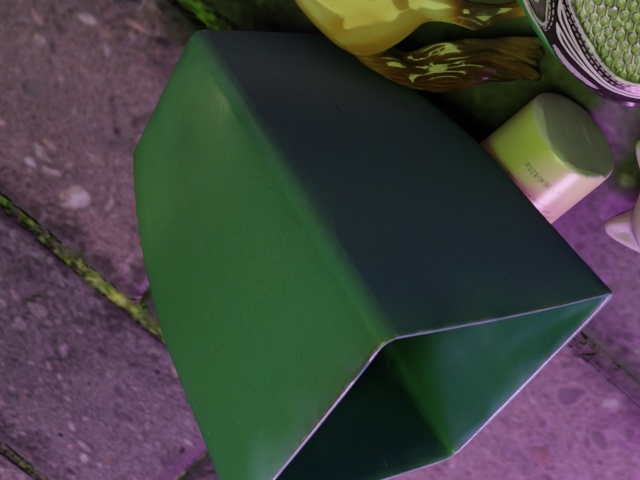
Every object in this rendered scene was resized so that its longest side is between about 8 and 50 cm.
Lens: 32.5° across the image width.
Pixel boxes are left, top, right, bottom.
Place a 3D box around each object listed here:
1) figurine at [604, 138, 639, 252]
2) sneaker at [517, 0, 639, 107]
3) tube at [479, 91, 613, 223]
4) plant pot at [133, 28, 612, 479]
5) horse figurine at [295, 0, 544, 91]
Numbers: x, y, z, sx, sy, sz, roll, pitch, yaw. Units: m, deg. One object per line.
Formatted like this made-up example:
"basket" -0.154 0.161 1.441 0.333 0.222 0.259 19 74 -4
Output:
"figurine" 0.272 -0.033 0.571 0.209 0.092 0.215 29 129 14
"sneaker" 0.136 -0.212 0.436 0.134 0.146 0.343 -1 119 5
"tube" 0.078 0.003 0.690 0.240 0.062 0.070 -42 56 42
"plant pot" 0.000 0.000 0.617 0.234 0.165 0.165 58 134 28
"horse figurine" 0.028 -0.180 0.584 0.174 0.066 0.263 -18 111 25
